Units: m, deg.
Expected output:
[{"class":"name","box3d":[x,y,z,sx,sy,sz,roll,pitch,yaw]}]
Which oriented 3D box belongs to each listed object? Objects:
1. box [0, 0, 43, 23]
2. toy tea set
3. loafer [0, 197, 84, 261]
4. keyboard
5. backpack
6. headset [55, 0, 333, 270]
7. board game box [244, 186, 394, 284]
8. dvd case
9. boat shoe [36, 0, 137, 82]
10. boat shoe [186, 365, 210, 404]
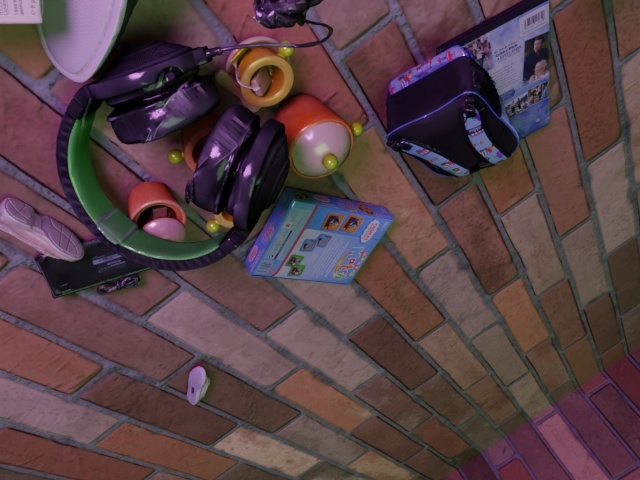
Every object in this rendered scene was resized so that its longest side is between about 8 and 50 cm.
[{"class":"box","box3d":[-0.378,-0.234,0.477,0.275,0.113,0.094,-13,136,-30]},{"class":"toy tea set","box3d":[-0.103,-0.088,0.794,0.336,0.124,0.200,-46,137,16]},{"class":"loafer","box3d":[-0.367,-0.009,0.783,0.039,0.045,0.125,-26,135,20]},{"class":"keyboard","box3d":[-0.303,0.033,0.874,0.180,0.023,0.108,-17,131,-14]},{"class":"backpack","box3d":[0.196,-0.171,0.871,0.158,0.117,0.173,-24,144,37]},{"class":"headset","box3d":[-0.137,-0.113,0.645,0.243,0.185,0.394,42,116,-11]},{"class":"board game box","box3d":[0.000,0.000,1.009,0.211,0.039,0.160,9,125,-36]},{"class":"dvd case","box3d":[0.280,-0.239,0.954,0.180,0.022,0.253,-28,140,-2]},{"class":"boat shoe","box3d":[-0.191,-0.285,0.562,0.302,0.114,0.091,-53,176,40]},{"class":"boat shoe","box3d":[-0.229,0.272,1.151,0.035,0.035,0.100,-29,144,-47]}]
